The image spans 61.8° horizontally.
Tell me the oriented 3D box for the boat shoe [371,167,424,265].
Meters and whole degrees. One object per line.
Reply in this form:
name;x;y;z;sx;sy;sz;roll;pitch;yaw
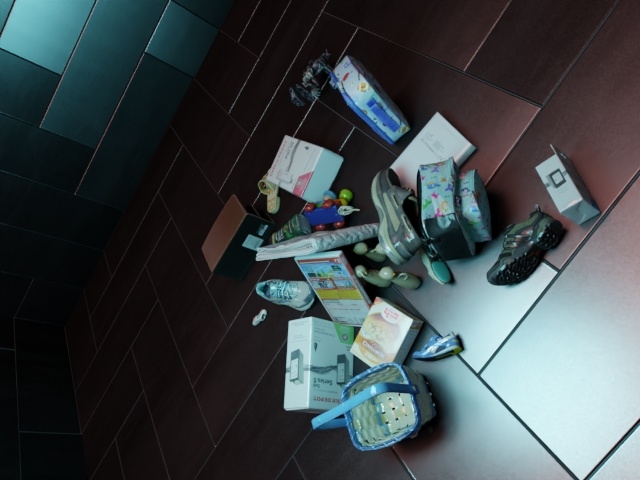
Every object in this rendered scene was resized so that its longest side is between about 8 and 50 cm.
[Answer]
boat shoe;0.244;-0.087;1.582;0.130;0.132;0.355;-28;45;27

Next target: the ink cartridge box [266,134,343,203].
ink cartridge box;-0.069;-0.278;2.101;0.283;0.117;0.207;30;98;50

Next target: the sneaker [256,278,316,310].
sneaker;-0.132;0.194;1.967;0.283;0.122;0.110;-8;69;47

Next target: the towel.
towel;0.000;0.000;1.752;0.317;0.332;0.053;-8;95;48

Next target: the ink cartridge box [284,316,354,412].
ink cartridge box;-0.001;0.394;1.670;0.115;0.199;0.272;-19;61;42

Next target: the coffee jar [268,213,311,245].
coffee jar;-0.122;-0.017;2.081;0.184;0.079;0.096;-39;48;33

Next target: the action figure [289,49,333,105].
action figure;-0.014;-0.657;2.195;0.164;0.141;0.275;-18;35;53

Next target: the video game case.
video game case;0.057;0.156;1.676;0.204;0.285;0.025;-6;32;48

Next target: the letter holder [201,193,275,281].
letter holder;-0.362;-0.018;2.303;0.301;0.152;0.214;-57;39;14

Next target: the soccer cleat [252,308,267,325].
soccer cleat;-0.240;0.308;2.116;0.083;0.029;0.035;-51;38;14

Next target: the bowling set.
bowling set;0.170;0.046;1.659;0.287;0.154;0.199;-8;68;47

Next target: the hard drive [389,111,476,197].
hard drive;0.324;-0.231;1.692;0.307;0.040;0.203;-50;43;22

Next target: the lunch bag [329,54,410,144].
lunch bag;0.162;-0.460;1.769;0.115;0.303;0.243;-40;46;19

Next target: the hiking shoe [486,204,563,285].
hiking shoe;0.503;0.018;1.362;0.227;0.086;0.114;-48;30;16

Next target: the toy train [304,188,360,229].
toy train;0.073;-0.127;1.885;0.248;0.105;0.143;-8;35;42

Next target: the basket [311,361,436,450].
basket;0.152;0.434;1.404;0.255;0.289;0.201;-38;51;33

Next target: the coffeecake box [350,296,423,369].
coffeecake box;0.192;0.282;1.568;0.142;0.068;0.185;30;98;39

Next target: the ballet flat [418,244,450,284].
ballet flat;0.330;0.072;1.557;0.052;0.057;0.168;108;155;-44

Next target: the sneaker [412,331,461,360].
sneaker;0.316;0.294;1.467;0.144;0.053;0.059;-25;57;30

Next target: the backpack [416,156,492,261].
backpack;0.356;-0.099;1.460;0.191;0.225;0.253;-18;54;19

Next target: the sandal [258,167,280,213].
sandal;-0.227;-0.231;2.293;0.088;0.079;0.239;-32;52;36

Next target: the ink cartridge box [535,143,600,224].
ink cartridge box;0.591;-0.137;1.295;0.060;0.104;0.180;-39;48;34
